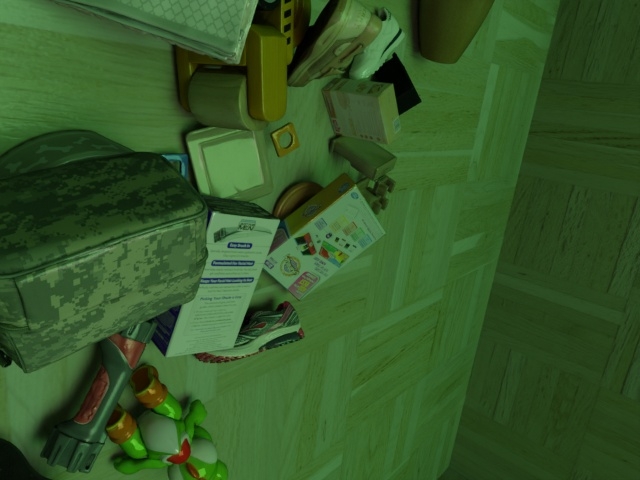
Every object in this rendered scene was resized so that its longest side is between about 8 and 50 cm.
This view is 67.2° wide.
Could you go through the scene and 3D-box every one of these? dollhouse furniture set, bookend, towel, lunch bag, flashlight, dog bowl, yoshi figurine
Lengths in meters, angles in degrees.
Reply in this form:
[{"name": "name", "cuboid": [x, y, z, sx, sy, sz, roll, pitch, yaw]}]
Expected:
[{"name": "dollhouse furniture set", "cuboid": [0.101, -0.174, 1.421, 0.212, 0.161, 0.242, -33, 152, -38]}, {"name": "bookend", "cuboid": [0.189, -0.435, 1.408, 0.157, 0.156, 0.072, -29, 148, 20]}, {"name": "towel", "cuboid": [-0.240, -0.471, 0.723, 0.332, 0.053, 0.316, 15, 96, -11]}, {"name": "lunch bag", "cuboid": [-0.331, 0.040, 0.702, 0.305, 0.212, 0.256, -23, 139, -35]}, {"name": "flashlight", "cuboid": [-0.433, 0.281, 0.940, 0.304, 0.103, 0.103, -65, 148, -14]}, {"name": "dog bowl", "cuboid": [-0.398, -0.012, 0.842, 0.349, 0.102, 0.348, -21, 120, -40]}, {"name": "yoshi figurine", "cuboid": [-0.355, 0.456, 1.124, 0.203, 0.204, 0.362, -87, 152, -56]}]

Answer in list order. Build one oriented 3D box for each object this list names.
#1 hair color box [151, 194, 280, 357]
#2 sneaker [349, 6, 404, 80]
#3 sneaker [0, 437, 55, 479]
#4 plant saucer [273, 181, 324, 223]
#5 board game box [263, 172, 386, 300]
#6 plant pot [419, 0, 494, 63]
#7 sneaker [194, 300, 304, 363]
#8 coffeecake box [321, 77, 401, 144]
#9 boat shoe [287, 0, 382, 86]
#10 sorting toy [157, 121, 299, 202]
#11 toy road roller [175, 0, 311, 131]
[{"name": "hair color box", "cuboid": [-0.238, 0.079, 1.060, 0.185, 0.110, 0.338, 5, 113, -49]}, {"name": "sneaker", "cuboid": [0.136, -0.531, 1.319, 0.095, 0.090, 0.235, 49, 63, -36]}, {"name": "sneaker", "cuboid": [-0.568, 0.473, 0.871, 0.295, 0.123, 0.178, 43, 114, -16]}, {"name": "plant saucer", "cuboid": [-0.042, -0.061, 1.314, 0.200, 0.037, 0.199, -23, 127, -34]}, {"name": "board game box", "cuboid": [0.000, 0.000, 1.289, 0.317, 0.064, 0.242, -38, 140, 1]}, {"name": "plant pot", "cuboid": [0.398, -0.682, 1.468, 0.237, 0.237, 0.254, -29, 141, -41]}, {"name": "sneaker", "cuboid": [-0.188, 0.244, 1.255, 0.299, 0.121, 0.112, -11, 79, -38]}, {"name": "coffeecake box", "cuboid": [0.109, -0.343, 1.273, 0.068, 0.186, 0.142, -48, 138, -26]}, {"name": "boat shoe", "cuboid": [0.013, -0.392, 1.020, 0.110, 0.341, 0.121, 19, 84, -19]}, {"name": "sorting toy", "cuboid": [-0.199, -0.169, 1.067, 0.348, 0.047, 0.195, -24, 124, -30]}, {"name": "toy road roller", "cuboid": [-0.132, -0.391, 0.946, 0.241, 0.203, 0.329, -28, 126, -55]}]
